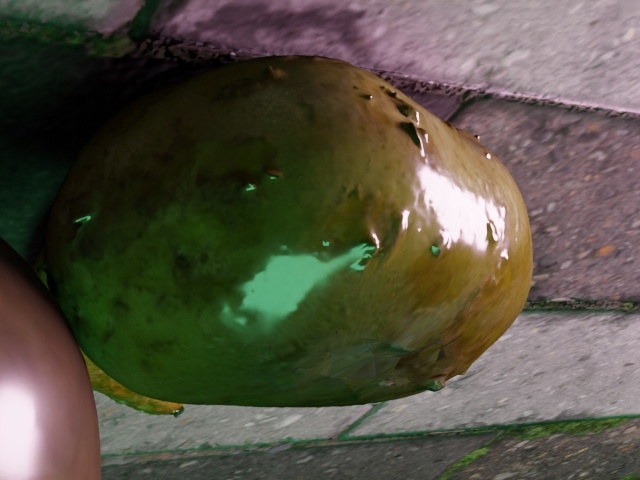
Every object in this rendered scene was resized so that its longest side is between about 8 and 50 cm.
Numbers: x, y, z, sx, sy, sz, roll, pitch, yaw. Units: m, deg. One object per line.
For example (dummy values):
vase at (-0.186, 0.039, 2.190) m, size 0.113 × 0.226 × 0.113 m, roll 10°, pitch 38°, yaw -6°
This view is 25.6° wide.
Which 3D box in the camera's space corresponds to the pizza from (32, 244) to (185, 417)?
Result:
pizza at (-0.115, 0.049, 0.897) m, size 0.134 × 0.056 × 0.271 m, roll -22°, pitch 153°, yaw 5°

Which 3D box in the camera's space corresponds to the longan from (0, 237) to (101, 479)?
longan at (-0.248, 0.106, 0.632) m, size 0.319 × 0.318 × 0.319 m, roll -17°, pitch 154°, yaw -9°

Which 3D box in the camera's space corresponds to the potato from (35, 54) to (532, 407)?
potato at (0.000, 0.000, 0.758) m, size 0.210 × 0.173 × 0.307 m, roll -40°, pitch 151°, yaw 25°
